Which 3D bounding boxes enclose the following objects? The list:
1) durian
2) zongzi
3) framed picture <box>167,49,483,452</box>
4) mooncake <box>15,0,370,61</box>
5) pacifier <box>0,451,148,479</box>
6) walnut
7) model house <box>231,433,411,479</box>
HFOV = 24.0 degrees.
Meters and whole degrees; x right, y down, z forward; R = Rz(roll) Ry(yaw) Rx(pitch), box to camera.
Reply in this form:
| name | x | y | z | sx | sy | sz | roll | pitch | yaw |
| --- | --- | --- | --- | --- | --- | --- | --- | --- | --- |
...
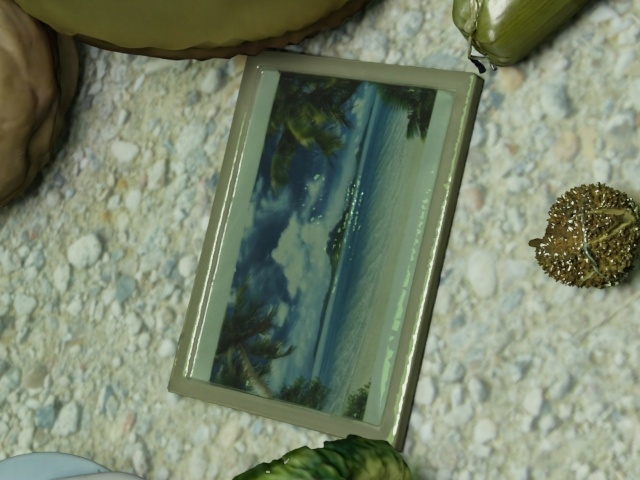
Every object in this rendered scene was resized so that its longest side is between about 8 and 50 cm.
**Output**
| name | x | y | z | sx | sy | sz | roll | pitch | yaw |
| --- | --- | --- | --- | --- | --- | --- | --- | --- | --- |
| durian | 0.196 | -0.003 | 1.120 | 0.091 | 0.080 | 0.080 | 0 | 80 | 34 |
| zongzi | 0.152 | -0.257 | 1.191 | 0.205 | 0.094 | 0.204 | -42 | 58 | 18 |
| framed picture | 0.000 | 0.000 | 1.269 | 0.232 | 0.024 | 0.315 | 10 | 86 | 31 |
| mooncake | -0.112 | -0.339 | 1.262 | 0.393 | 0.246 | 0.394 | -13 | 50 | 2 |
| pacifier | -0.214 | 0.320 | 1.269 | 0.207 | 0.227 | 0.279 | -42 | 63 | 55 |
| walnut | -0.343 | -0.155 | 1.379 | 0.227 | 0.273 | 0.273 | 11 | 85 | -2 |
| model house | 0.022 | 0.339 | 1.048 | 0.266 | 0.261 | 0.321 | 33 | 102 | 30 |
